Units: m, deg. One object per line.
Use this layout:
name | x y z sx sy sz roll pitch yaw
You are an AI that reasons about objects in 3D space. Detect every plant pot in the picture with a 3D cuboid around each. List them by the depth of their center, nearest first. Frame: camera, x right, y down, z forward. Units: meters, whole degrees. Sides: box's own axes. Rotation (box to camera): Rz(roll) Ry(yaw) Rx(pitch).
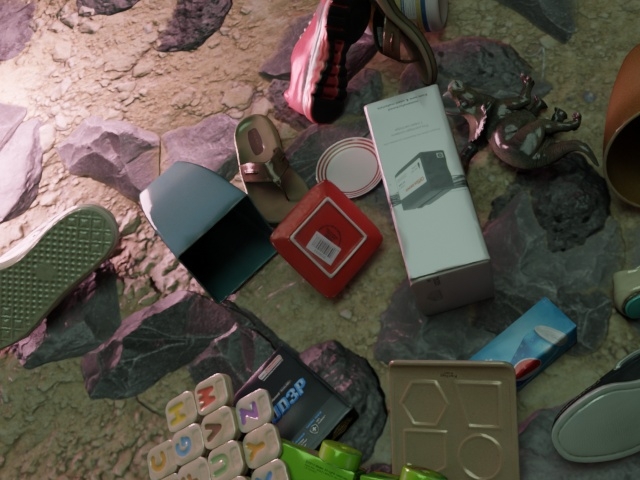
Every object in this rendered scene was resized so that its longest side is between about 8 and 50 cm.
plant pot | 0.577 -0.219 1.328 0.237 0.237 0.254 -4 46 16
plant pot | -0.226 -0.037 1.507 0.165 0.166 0.234 -43 51 -10

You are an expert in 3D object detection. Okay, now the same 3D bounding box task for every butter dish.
butter dish | 0.000 0.000 1.442 0.160 0.118 0.160 44 75 -9

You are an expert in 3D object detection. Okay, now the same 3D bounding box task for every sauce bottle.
sauce bottle | 0.243 -0.124 1.474 0.042 0.042 0.128 29 71 30

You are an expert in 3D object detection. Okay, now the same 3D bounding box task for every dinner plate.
dinner plate | 0.060 -0.138 1.556 0.141 0.017 0.141 -8 58 13

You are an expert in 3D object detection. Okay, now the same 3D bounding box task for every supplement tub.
supplement tub | 0.154 -0.500 1.661 0.199 0.144 0.144 2 61 19

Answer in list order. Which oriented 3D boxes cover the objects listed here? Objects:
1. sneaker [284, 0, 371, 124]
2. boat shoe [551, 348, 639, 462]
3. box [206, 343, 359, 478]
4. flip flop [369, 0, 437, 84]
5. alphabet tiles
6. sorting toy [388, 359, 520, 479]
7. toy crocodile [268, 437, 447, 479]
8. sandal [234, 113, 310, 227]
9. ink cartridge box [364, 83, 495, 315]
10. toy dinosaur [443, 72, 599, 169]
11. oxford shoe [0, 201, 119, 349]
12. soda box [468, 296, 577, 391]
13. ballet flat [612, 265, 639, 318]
sneaker | -0.004 -0.399 1.613 0.136 0.115 0.314 27 106 41
boat shoe | 0.467 0.222 1.170 0.302 0.091 0.114 -24 100 2
box | -0.073 0.306 1.316 0.220 0.051 0.175 -46 58 -10
flip flop | 0.131 -0.409 1.559 0.080 0.277 0.112 -41 26 3
alphabet tiles | -0.170 0.362 1.264 0.278 0.021 0.284 -32 59 26
sorting toy | 0.198 0.279 1.196 0.192 0.038 0.208 -3 91 25
toy crocodile | 0.079 0.372 1.180 0.340 0.105 0.115 12 85 21
sandal | -0.111 -0.143 1.572 0.120 0.086 0.303 -28 56 1
ink cartridge box | 0.182 -0.059 1.315 0.128 0.223 0.308 -15 68 8
toy dinosaur | 0.366 -0.192 1.449 0.160 0.121 0.313 -45 61 4
oxford shoe | -0.576 0.078 1.580 0.449 0.169 0.130 -36 15 4
soda box | 0.299 0.187 1.255 0.210 0.067 0.071 -39 56 -6
ballet flat | 0.574 0.048 1.246 0.248 0.086 0.086 -16 57 10
